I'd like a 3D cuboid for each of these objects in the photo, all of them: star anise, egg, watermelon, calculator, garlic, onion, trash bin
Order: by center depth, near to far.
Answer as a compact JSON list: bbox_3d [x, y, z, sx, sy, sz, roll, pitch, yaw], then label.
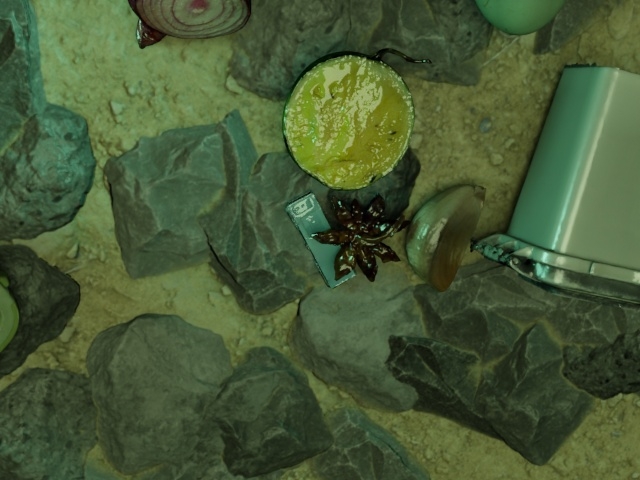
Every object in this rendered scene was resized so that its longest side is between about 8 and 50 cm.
[{"bbox_3d":[-0.215,-0.371,1.463,0.195,0.218,0.139,0,66,-40],"label":"onion"},{"bbox_3d":[0.310,-0.432,1.512,0.168,0.168,0.230,-3,109,-9],"label":"egg"},{"bbox_3d":[0.041,-0.200,1.551,0.204,0.127,0.232,11,105,-12],"label":"watermelon"},{"bbox_3d":[0.438,-0.093,1.598,0.296,0.256,0.367,11,97,-11],"label":"trash bin"},{"bbox_3d":[0.065,-0.006,1.635,0.168,0.057,0.167,-1,104,-4],"label":"star anise"},{"bbox_3d":[0.000,0.000,1.657,0.057,0.018,0.172,-29,108,0],"label":"calculator"},{"bbox_3d":[0.199,-0.014,1.657,0.101,0.087,0.195,17,99,-27],"label":"garlic"}]

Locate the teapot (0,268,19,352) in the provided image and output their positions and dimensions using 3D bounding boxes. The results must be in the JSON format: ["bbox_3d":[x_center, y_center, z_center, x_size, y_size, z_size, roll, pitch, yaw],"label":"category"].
[{"bbox_3d":[-0.597,0.085,1.473,0.239,0.239,0.321,-33,103,-13],"label":"teapot"}]
